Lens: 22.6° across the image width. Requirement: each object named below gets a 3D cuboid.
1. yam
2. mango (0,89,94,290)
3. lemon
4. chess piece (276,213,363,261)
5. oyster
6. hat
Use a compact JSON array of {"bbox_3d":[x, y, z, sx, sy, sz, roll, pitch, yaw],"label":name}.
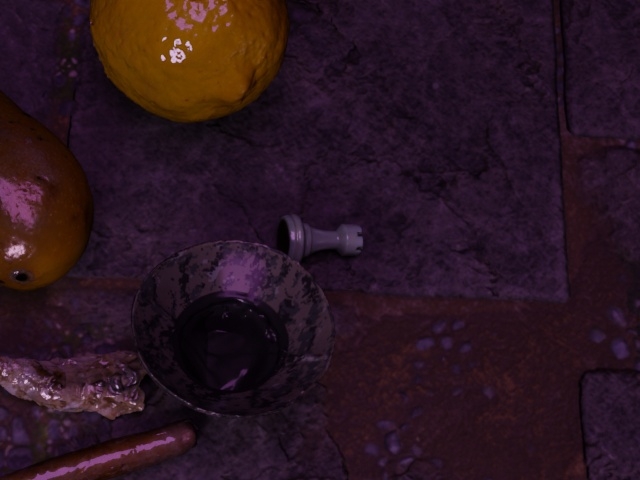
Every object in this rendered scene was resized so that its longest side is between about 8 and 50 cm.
[{"bbox_3d":[-0.270,0.266,1.898,0.264,0.046,0.046,-16,70,-13],"label":"yam"},{"bbox_3d":[-0.405,-0.088,1.969,0.175,0.176,0.329,-42,78,21],"label":"mango"},{"bbox_3d":[-0.170,-0.290,2.045,0.254,0.253,0.310,-17,54,-15],"label":"lemon"},{"bbox_3d":[0.000,0.000,2.047,0.103,0.067,0.067,0,66,-19],"label":"chess piece"},{"bbox_3d":[-0.302,0.172,1.926,0.200,0.061,0.106,-13,70,-14],"label":"oyster"},{"bbox_3d":[-0.114,0.133,1.935,0.266,0.128,0.265,7,52,-9],"label":"hat"}]
